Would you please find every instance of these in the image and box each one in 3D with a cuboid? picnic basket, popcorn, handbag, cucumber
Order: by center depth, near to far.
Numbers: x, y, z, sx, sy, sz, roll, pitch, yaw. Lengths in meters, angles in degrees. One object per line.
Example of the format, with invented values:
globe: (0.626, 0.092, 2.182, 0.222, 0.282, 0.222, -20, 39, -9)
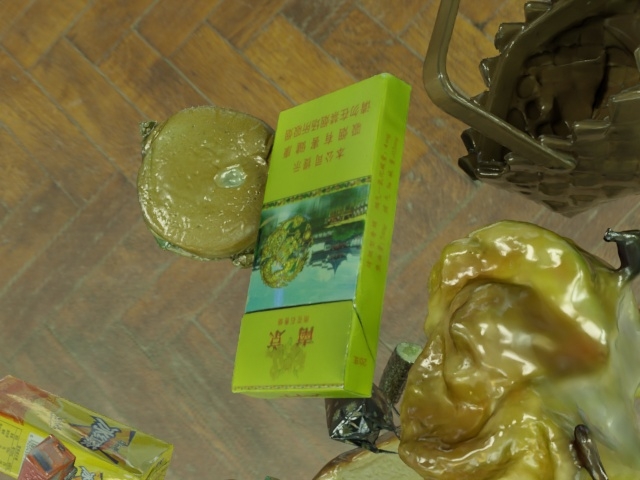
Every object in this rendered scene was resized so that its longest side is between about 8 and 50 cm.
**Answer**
popcorn: (0.194, 0.131, 0.864, 0.281, 0.315, 0.297, -26, 92, 52)
picnic basket: (0.260, -0.189, 0.989, 0.321, 0.291, 0.254, 26, 66, -23)
handbag: (0.082, 0.252, 1.286, 0.139, 0.115, 0.072, 31, 107, -16)
cucumber: (0.147, 0.263, 1.749, 0.052, 0.215, 0.058, -32, 65, -30)

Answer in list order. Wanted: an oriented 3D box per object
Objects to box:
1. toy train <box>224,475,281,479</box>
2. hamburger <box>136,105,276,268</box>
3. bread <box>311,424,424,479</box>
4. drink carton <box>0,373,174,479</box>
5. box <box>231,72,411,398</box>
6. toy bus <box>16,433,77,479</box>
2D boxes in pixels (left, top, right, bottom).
toy train: (-0.038, 0.330, 0.976, 0.194, 0.298, 0.120, 23, 85, -17)
hamburger: (-0.135, -0.061, 1.153, 0.189, 0.122, 0.215, -12, 73, -5)
bread: (0.115, 0.451, 1.569, 0.333, 0.324, 0.143, -13, 52, -33)
drink carton: (-0.459, 0.373, 1.648, 0.351, 0.154, 0.111, 20, 105, 9)
box: (0.000, 0.000, 0.973, 0.187, 0.047, 0.335, -11, 65, 48)
toy bus: (-0.429, 0.374, 1.393, 0.065, 0.077, 0.192, 40, 129, 13)
